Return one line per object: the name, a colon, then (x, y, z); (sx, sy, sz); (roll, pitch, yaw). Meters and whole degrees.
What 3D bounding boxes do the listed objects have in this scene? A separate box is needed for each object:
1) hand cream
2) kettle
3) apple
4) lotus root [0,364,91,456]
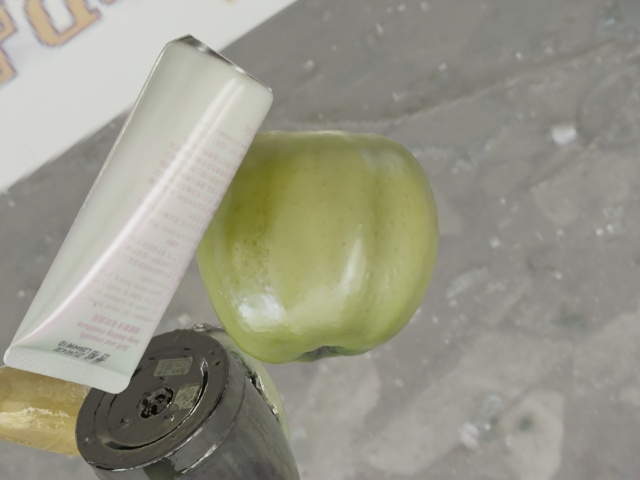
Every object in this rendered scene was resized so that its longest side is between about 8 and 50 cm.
hand cream: (-0.171, -0.023, 1.320); (0.118, 0.185, 0.358); (27, 89, 30)
kettle: (-0.133, 0.275, 1.801); (0.228, 0.324, 0.321); (-13, 40, 25)
apple: (0.000, 0.000, 1.477); (0.279, 0.279, 0.279); (-19, 43, 19)
lotus root: (-0.404, 0.256, 2.085); (0.131, 0.303, 0.146); (-63, 33, 17)
